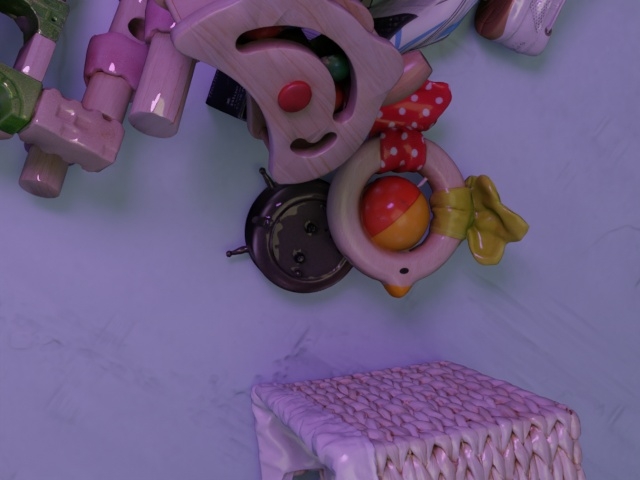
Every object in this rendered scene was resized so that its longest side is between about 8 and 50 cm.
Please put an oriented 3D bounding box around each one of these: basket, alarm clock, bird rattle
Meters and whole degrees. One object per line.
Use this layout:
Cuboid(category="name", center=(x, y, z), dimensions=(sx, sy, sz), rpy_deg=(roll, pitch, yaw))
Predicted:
Cuboid(category="basket", center=(0.102, 0.314, 0.928), dimensions=(0.266, 0.331, 0.328), rpy_deg=(-9, 94, -16))
Cuboid(category="alarm clock", center=(0.000, 0.000, 0.987), dimensions=(0.192, 0.064, 0.129), rpy_deg=(19, 97, -23))
Cuboid(category="bird rattle", center=(0.099, -0.056, 0.944), dimensions=(0.207, 0.143, 0.253), rpy_deg=(-46, 115, -16))

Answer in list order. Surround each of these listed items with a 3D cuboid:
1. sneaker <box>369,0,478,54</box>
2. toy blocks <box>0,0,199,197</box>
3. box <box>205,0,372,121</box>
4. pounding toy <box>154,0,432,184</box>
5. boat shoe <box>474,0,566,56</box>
Cuboid(category="sneaker", center=(0.092, -0.232, 0.948), dimensions=(0.237, 0.085, 0.086), rpy_deg=(-36, 138, -1))
Cuboid(category="toy blocks", center=(-0.278, -0.226, 0.790), dimensions=(0.289, 0.309, 0.260), rpy_deg=(26, 62, -32))
Cuboid(category="box", center=(-0.037, -0.189, 0.874), dimensions=(0.093, 0.158, 0.156), rpy_deg=(17, 97, -22))
Cuboid(category="pounding toy", center=(-0.033, -0.160, 0.744), dimensions=(0.154, 0.155, 0.269), rpy_deg=(-44, 139, 19))
Cuboid(category="boat shoe", center=(0.275, -0.340, 0.971), dimensions=(0.096, 0.098, 0.277), rpy_deg=(22, 103, -23))
